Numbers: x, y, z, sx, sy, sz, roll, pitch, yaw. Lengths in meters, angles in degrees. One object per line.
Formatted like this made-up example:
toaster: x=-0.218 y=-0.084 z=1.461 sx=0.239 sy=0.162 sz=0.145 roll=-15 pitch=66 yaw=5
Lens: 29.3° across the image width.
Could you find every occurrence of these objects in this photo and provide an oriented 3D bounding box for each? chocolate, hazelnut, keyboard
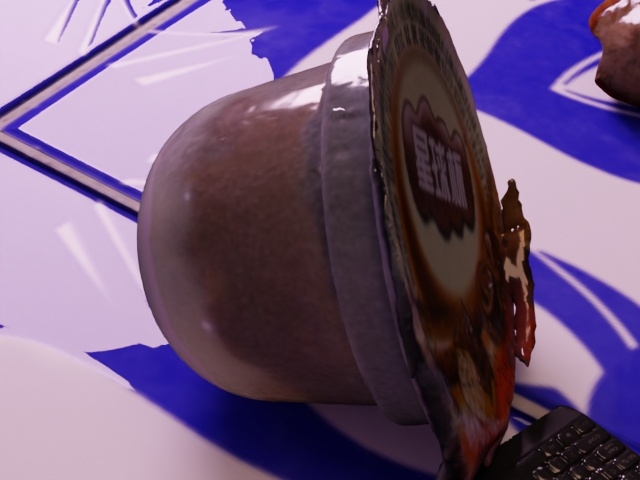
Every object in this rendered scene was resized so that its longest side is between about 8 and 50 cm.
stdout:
chocolate: x=0.000 y=0.008 z=0.528 sx=0.147 sy=0.221 sz=0.221 roll=-16 pitch=37 yaw=21
hazelnut: x=0.200 y=-0.115 z=0.728 sx=0.086 sy=0.086 sz=0.086 roll=2 pitch=42 yaw=-2
keyboard: x=0.058 y=0.127 z=0.489 sx=0.197 sy=0.015 sz=0.074 roll=-26 pitch=49 yaw=-29
